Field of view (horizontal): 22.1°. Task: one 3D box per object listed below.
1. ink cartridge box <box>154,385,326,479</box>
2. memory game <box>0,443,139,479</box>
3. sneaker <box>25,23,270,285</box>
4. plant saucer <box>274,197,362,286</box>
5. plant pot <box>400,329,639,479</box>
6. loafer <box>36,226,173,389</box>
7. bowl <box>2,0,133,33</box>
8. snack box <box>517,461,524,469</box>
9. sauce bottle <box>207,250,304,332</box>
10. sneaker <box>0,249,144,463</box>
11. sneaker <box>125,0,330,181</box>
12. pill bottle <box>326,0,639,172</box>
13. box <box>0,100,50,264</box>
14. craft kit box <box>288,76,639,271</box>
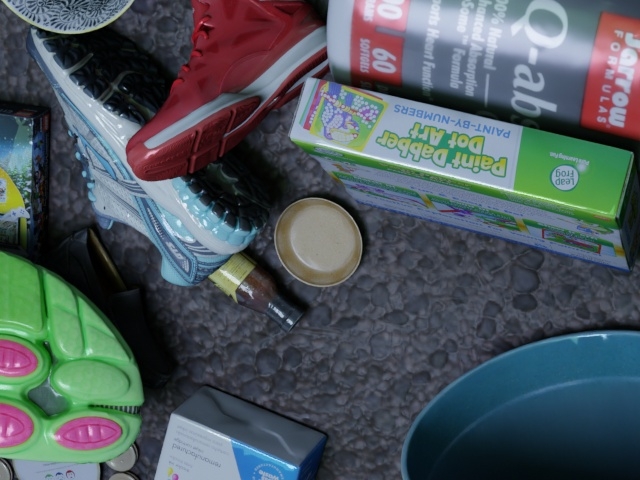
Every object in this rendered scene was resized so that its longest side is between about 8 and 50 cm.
[{"bbox_3d":[-0.093,0.270,1.552,0.134,0.078,0.231,21,113,13],"label":"ink cartridge box"},{"bbox_3d":[-0.262,0.222,1.635,0.186,0.012,0.186,6,109,19],"label":"memory game"},{"bbox_3d":[-0.178,-0.075,1.444,0.283,0.110,0.122,49,121,14],"label":"sneaker"},{"bbox_3d":[0.000,0.000,1.468,0.083,0.015,0.083,6,109,19],"label":"plant saucer"},{"bbox_3d":[0.229,0.254,1.340,0.271,0.271,0.255,-7,118,22],"label":"plant pot"},{"bbox_3d":[-0.192,0.065,1.535,0.061,0.062,0.170,-40,91,21],"label":"loafer"},{"bbox_3d":[-0.207,-0.270,1.423,0.170,0.080,0.170,6,108,19],"label":"bowl"},{"bbox_3d":[0.109,0.238,1.499,0.064,0.022,0.178,42,116,5],"label":"snack box"},{"bbox_3d":[-0.072,0.035,1.490,0.128,0.042,0.042,40,115,7],"label":"sauce bottle"},{"bbox_3d":[-0.375,0.091,1.541,0.483,0.202,0.185,15,80,16],"label":"sneaker"},{"bbox_3d":[-0.099,-0.147,1.376,0.128,0.221,0.087,49,151,12],"label":"sneaker"},{"bbox_3d":[0.205,-0.167,1.233,0.363,0.210,0.210,15,111,15],"label":"pill bottle"},{"bbox_3d":[-0.373,-0.060,1.557,0.233,0.044,0.159,9,109,11],"label":"box"},{"bbox_3d":[0.124,-0.047,1.285,0.250,0.246,0.061,15,86,15],"label":"craft kit box"}]
